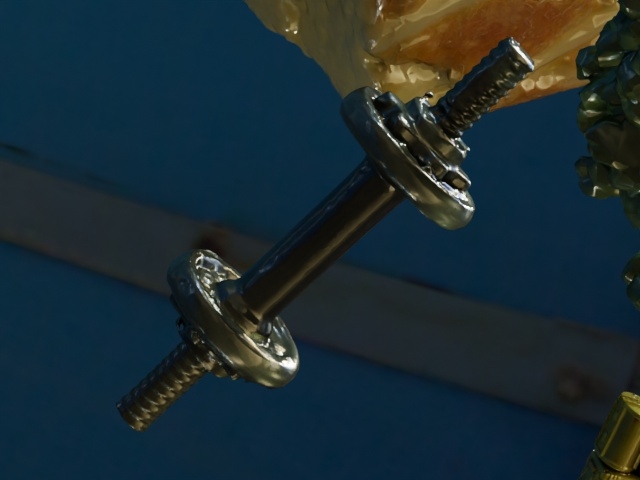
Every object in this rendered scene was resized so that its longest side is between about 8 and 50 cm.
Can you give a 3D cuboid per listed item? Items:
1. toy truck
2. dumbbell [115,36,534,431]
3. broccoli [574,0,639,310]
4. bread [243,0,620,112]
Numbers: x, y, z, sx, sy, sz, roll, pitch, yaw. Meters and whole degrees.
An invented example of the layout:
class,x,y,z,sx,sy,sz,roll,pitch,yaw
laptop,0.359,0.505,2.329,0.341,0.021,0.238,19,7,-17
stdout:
class,x,y,z,sx,sy,sz,roll,pitch,yaw
toy truck,0.211,0.149,1.286,0.054,0.049,0.083,20,-73,-12
dumbbell,0.000,0.000,0.872,0.254,0.081,0.081,-43,-44,13
broccoli,0.276,-0.046,0.701,0.272,0.324,0.334,-57,-32,-8
bread,0.135,-0.298,1.323,0.390,0.279,0.371,-13,-47,-19
